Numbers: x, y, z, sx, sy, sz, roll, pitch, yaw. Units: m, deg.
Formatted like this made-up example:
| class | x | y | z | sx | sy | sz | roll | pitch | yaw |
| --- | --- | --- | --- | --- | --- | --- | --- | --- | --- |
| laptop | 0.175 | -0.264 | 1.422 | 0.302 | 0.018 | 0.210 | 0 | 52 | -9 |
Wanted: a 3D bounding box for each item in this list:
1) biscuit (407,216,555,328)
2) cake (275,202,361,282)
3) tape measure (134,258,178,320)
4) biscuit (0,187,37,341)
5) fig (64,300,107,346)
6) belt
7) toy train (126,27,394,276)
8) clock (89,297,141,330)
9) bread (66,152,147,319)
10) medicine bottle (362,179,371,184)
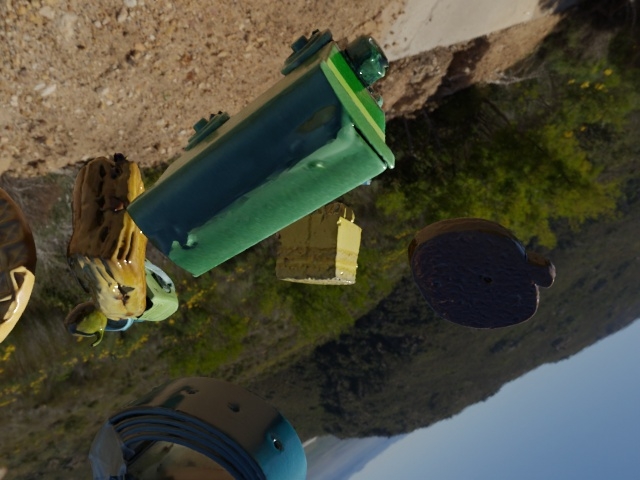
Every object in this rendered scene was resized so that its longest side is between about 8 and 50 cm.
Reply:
| class | x | y | z | sx | sy | sz | roll | pitch | yaw |
| --- | --- | --- | --- | --- | --- | --- | --- | --- | --- |
| biscuit | 0.421 | 0.090 | 1.207 | 0.351 | 0.070 | 0.394 | -8 | 130 | 26 |
| cake | 0.000 | 0.000 | 1.529 | 0.223 | 0.285 | 0.227 | -1 | 171 | 25 |
| tape measure | -0.412 | 0.111 | 1.085 | 0.106 | 0.175 | 0.200 | -39 | 166 | -3 |
| biscuit | -0.533 | 0.072 | 0.661 | 0.309 | 0.205 | 0.040 | -52 | 177 | -5 |
| fig | -0.520 | 0.187 | 1.042 | 0.082 | 0.098 | 0.084 | -47 | 179 | 24 |
| belt | -0.249 | 0.440 | 0.917 | 0.437 | 0.300 | 0.173 | 1 | -173 | 18 |
| toy train | -0.060 | -0.099 | 0.497 | 0.301 | 0.202 | 0.120 | -27 | 119 | 28 |
| clock | -0.563 | 0.200 | 1.282 | 0.045 | 0.147 | 0.108 | -75 | 168 | -64 |
| bread | -0.324 | -0.001 | 0.713 | 0.099 | 0.210 | 0.235 | -1 | 153 | -17 |
| medicine bottle | 0.015 | -0.146 | 1.006 | 0.191 | 0.051 | 0.051 | -1 | 155 | 7 |
